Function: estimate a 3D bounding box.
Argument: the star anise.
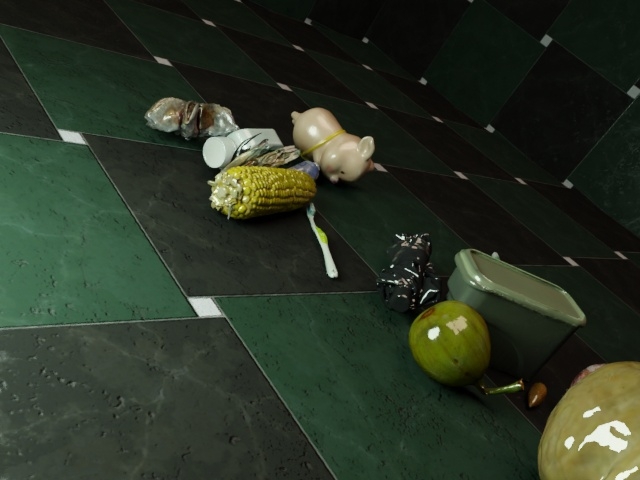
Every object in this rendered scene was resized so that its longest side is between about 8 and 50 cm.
[{"bbox_3d":[-0.272,-0.260,1.485,0.229,0.093,0.236,13,3,34],"label":"star anise"}]

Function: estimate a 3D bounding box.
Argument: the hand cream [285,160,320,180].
[{"bbox_3d":[-0.048,-0.157,1.628,0.084,0.053,0.142,37,36,14],"label":"hand cream"}]

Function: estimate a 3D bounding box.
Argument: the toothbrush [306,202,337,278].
[{"bbox_3d":[0.000,0.000,1.404,0.022,0.026,0.263,17,30,-24],"label":"toothbrush"}]

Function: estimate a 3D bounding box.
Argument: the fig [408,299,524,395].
[{"bbox_3d":[0.240,0.195,1.176,0.186,0.147,0.142,62,-2,-22],"label":"fig"}]

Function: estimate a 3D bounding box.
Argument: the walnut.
[{"bbox_3d":[0.460,0.335,0.961,0.285,0.285,0.296,-7,51,-52],"label":"walnut"}]

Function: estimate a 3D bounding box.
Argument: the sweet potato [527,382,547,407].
[{"bbox_3d":[0.411,0.292,1.270,0.034,0.034,0.095,36,27,14],"label":"sweet potato"}]

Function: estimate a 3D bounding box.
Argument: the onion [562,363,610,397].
[{"bbox_3d":[0.540,0.319,1.216,0.159,0.160,0.195,22,25,-16],"label":"onion"}]

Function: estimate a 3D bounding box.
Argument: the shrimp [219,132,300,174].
[{"bbox_3d":[-0.123,-0.176,1.408,0.219,0.152,0.046,-25,75,-31],"label":"shrimp"}]

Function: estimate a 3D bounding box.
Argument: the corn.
[{"bbox_3d":[-0.105,-0.101,1.387,0.106,0.106,0.305,40,24,22],"label":"corn"}]

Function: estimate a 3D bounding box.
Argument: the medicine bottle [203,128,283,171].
[{"bbox_3d":[-0.171,-0.194,1.468,0.183,0.119,0.069,-10,69,-55],"label":"medicine bottle"}]

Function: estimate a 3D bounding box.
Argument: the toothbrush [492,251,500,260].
[{"bbox_3d":[0.474,0.095,1.731,0.024,0.018,0.257,27,24,-11],"label":"toothbrush"}]

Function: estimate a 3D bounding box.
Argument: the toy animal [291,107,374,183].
[{"bbox_3d":[0.020,-0.244,1.726,0.248,0.149,0.165,35,0,9],"label":"toy animal"}]

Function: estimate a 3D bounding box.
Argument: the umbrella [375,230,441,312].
[{"bbox_3d":[0.183,0.068,1.364,0.122,0.110,0.272,37,24,-3],"label":"umbrella"}]

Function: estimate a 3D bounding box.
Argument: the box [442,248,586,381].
[{"bbox_3d":[0.350,0.151,1.300,0.274,0.178,0.138,22,25,-15],"label":"box"}]
